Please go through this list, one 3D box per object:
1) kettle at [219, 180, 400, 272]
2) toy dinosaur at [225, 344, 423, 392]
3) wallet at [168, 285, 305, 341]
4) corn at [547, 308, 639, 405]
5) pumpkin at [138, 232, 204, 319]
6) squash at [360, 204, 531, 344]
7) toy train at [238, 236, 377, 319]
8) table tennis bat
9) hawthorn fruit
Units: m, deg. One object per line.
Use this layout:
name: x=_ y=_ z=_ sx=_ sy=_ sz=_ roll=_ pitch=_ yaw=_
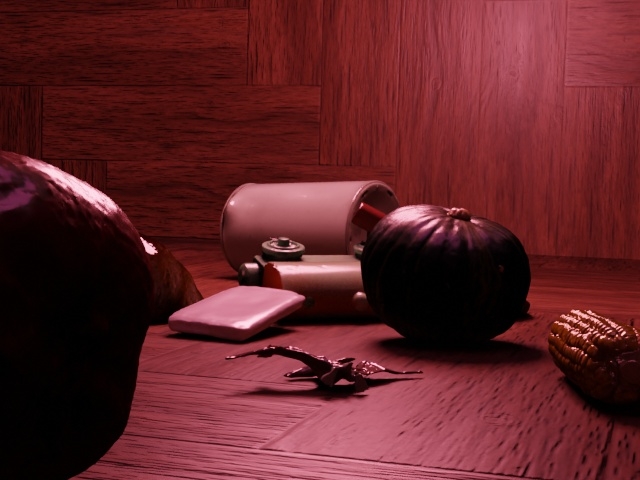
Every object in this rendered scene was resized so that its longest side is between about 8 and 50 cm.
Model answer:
kettle: x=-0.002 y=-0.015 z=2.134 sx=0.318 sy=0.205 sz=0.265 roll=1 pitch=5 yaw=35
toy dinosaur: x=0.010 y=0.127 z=1.062 sx=0.220 sy=0.032 sz=0.108 roll=11 pitch=-4 yaw=-24
wallet: x=-0.108 y=0.095 z=1.412 sx=0.124 sy=0.032 sz=0.183 roll=4 pitch=12 yaw=24
corn: x=0.273 y=0.112 z=1.059 sx=0.080 sy=0.080 sz=0.238 roll=2 pitch=1 yaw=0
pumpkin: x=-0.232 y=0.046 z=1.525 sx=0.149 sy=0.130 sz=0.254 roll=1 pitch=2 yaw=3
squash: x=0.159 y=0.043 z=1.374 sx=0.218 sy=0.172 sz=0.218 roll=8 pitch=3 yaw=0
toy train: x=0.027 y=0.067 z=1.597 sx=0.285 sy=0.116 sz=0.177 roll=2 pitch=15 yaw=-23
table tennis bat: x=0.192 y=0.029 z=1.685 sx=0.310 sy=0.038 sz=0.200 roll=29 pitch=-1 yaw=0
hawthorn fruit: x=-0.241 y=0.065 z=0.654 sx=0.266 sy=0.210 sz=0.230 roll=-12 pitch=9 yaw=30
